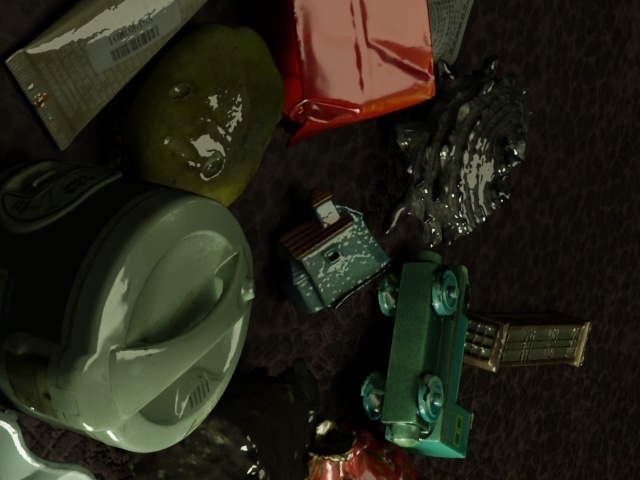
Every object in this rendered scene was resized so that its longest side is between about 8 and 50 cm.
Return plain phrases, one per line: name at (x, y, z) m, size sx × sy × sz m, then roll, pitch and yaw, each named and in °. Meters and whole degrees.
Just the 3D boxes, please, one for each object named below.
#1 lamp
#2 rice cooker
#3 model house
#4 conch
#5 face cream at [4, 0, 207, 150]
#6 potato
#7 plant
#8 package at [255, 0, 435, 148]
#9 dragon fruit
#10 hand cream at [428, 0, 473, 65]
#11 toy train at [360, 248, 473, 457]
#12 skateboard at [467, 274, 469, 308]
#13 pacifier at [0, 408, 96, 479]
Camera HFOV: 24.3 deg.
lamp at (0.348, 0.169, 2.526) m, size 0.325 × 0.089 × 0.090 m, roll 3°, pitch 102°, yaw -54°
rice cooker at (-0.226, 0.065, 1.524) m, size 0.288 × 0.277 × 0.288 m, roll -30°, pitch 127°, yaw -50°
model house at (0.000, 0.000, 1.981) m, size 0.148 × 0.119 × 0.149 m, roll -31°, pitch 106°, yaw -15°
conch at (0.199, -0.122, 2.146) m, size 0.241 × 0.186 × 0.313 m, roll 96°, pitch 15°, yaw -61°
face cream at (-0.194, -0.257, 1.623) m, size 0.341 × 0.084 × 0.137 m, roll -48°, pitch 140°, yaw -20°
potato at (-0.133, -0.132, 1.694) m, size 0.228 × 0.148 × 0.197 m, roll -46°, pitch 152°, yaw -36°
plant at (-0.116, 0.249, 1.844) m, size 0.276 × 0.188 × 0.199 m, roll -19°, pitch 115°, yaw -71°
package at (0.016, -0.324, 1.770) m, size 0.196 × 0.123 × 0.424 m, roll -17°, pitch 113°, yaw -24°
dragon fruit at (0.051, 0.358, 2.166) m, size 0.262 × 0.134 × 0.212 m, roll -48°, pitch 133°, yaw -31°
hand cream at (0.133, -0.298, 2.033) m, size 0.314 × 0.089 × 0.140 m, roll -12°, pitch 125°, yaw -55°
toy train at (0.160, 0.171, 2.205) m, size 0.194 × 0.120 × 0.298 m, roll 37°, pitch 58°, yaw -55°
skateboard at (0.209, 0.075, 2.351) m, size 0.083 × 0.032 × 0.064 m, roll 16°, pitch 81°, yaw -57°
pacifier at (-0.351, 0.332, 1.499) m, size 0.288 × 0.269 × 0.343 m, roll -45°, pitch 138°, yaw 0°
